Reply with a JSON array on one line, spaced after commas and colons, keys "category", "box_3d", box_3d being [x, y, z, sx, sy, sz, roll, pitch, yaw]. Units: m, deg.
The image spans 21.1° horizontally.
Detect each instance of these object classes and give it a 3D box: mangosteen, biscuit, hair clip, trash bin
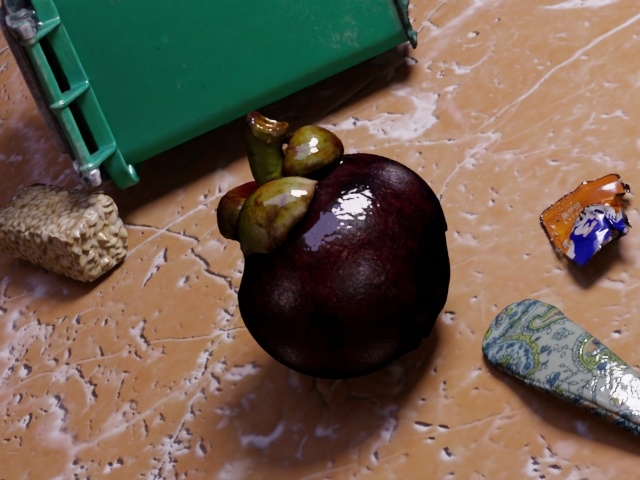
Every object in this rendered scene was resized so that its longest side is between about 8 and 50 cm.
[{"category": "mangosteen", "box_3d": [0.000, 0.000, 1.378, 0.194, 0.230, 0.194, -40, 15, 13]}, {"category": "biscuit", "box_3d": [-0.261, -0.011, 1.720, 0.168, 0.070, 0.082, 11, 44, 46]}, {"category": "hair clip", "box_3d": [0.192, 0.097, 1.286, 0.066, 0.036, 0.229, -44, 36, -9]}, {"category": "trash bin", "box_3d": [-0.114, -0.237, 1.721, 0.381, 0.259, 0.295, -20, 24, 7]}]

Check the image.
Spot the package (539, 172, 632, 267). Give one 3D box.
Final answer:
[{"category": "package", "box_3d": [0.224, -0.016, 1.412, 0.077, 0.033, 0.111, -48, 17, 14]}]
